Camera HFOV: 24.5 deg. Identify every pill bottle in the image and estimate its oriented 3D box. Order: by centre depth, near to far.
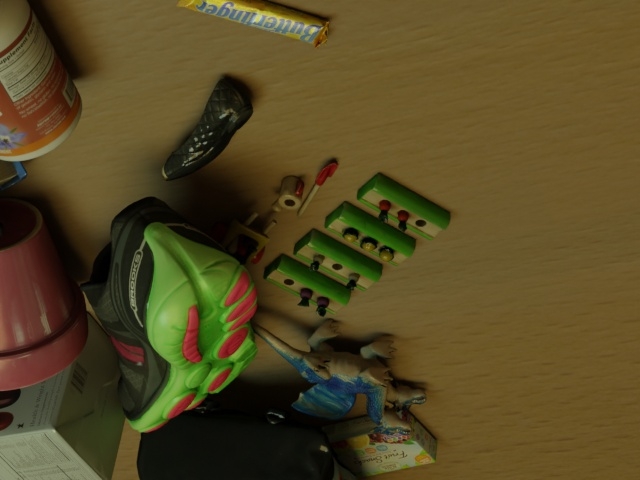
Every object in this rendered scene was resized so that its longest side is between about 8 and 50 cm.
[{"bbox_3d":[-0.345,-0.195,1.547,0.121,0.121,0.216,-6,138,17],"label":"pill bottle"}]

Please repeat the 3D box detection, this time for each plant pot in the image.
[{"bbox_3d":[-0.395,0.055,1.817,0.201,0.201,0.180,3,125,8],"label":"plant pot"}]

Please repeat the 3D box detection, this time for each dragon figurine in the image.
[{"bbox_3d":[0.012,0.183,1.963,0.289,0.085,0.144,14,140,-8],"label":"dragon figurine"}]

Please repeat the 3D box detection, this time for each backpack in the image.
[{"bbox_3d":[-0.070,0.385,2.104,0.290,0.273,0.355,3,167,21],"label":"backpack"}]

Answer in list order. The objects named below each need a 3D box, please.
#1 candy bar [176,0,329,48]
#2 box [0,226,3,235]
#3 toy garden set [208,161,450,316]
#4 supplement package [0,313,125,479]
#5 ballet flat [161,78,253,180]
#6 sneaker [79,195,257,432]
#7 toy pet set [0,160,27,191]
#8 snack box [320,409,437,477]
[{"bbox_3d":[-0.067,-0.234,1.529,0.161,0.018,0.040,16,140,-7],"label":"candy bar"},{"bbox_3d":[-0.462,-0.047,1.635,0.108,0.153,0.207,29,147,26],"label":"box"},{"bbox_3d":[0.000,0.000,1.773,0.204,0.049,0.244,28,137,-22],"label":"toy garden set"},{"bbox_3d":[-0.388,0.229,2.008,0.203,0.194,0.149,-11,136,22],"label":"supplement package"},{"bbox_3d":[-0.131,-0.121,1.666,0.049,0.057,0.173,56,133,9],"label":"ballet flat"},{"bbox_3d":[-0.192,0.089,1.851,0.202,0.185,0.483,52,155,16],"label":"sneaker"},{"bbox_3d":[-0.385,-0.117,1.716,0.122,0.065,0.114,-28,93,33],"label":"toy pet set"},{"bbox_3d":[0.082,0.292,2.119,0.141,0.037,0.100,-17,135,30],"label":"snack box"}]
